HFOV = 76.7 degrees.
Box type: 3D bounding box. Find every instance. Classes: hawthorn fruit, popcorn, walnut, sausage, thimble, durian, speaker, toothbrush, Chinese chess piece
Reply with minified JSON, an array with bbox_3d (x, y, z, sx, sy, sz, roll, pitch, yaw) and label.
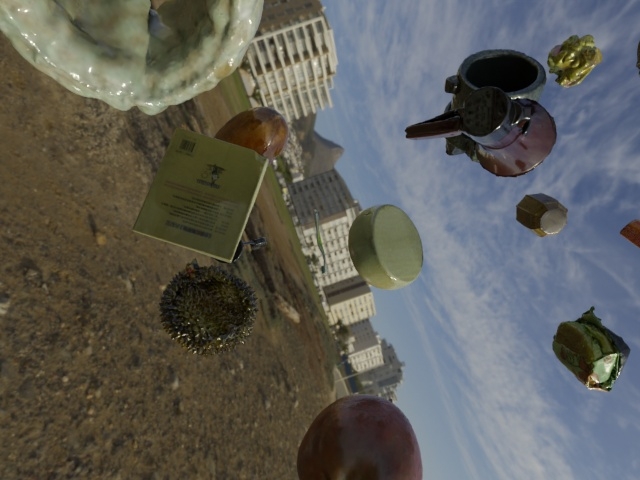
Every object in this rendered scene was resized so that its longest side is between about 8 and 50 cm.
[{"bbox_3d":[0.079,0.348,0.688,0.251,0.199,0.200,-32,106,-60],"label":"hawthorn fruit"},{"bbox_3d":[0.708,-0.506,1.132,0.126,0.125,0.145,56,4,15],"label":"popcorn"},{"bbox_3d":[-0.145,-0.178,0.779,0.115,0.207,0.116,36,39,-35],"label":"walnut"},{"bbox_3d":[1.057,0.031,1.251,0.234,0.071,0.071,57,-10,39],"label":"sausage"},{"bbox_3d":[-0.206,-0.296,0.442,0.292,0.291,0.196,74,2,-55],"label":"thimble"},{"bbox_3d":[-0.324,0.196,1.157,0.292,0.258,0.258,29,-5,4],"label":"durian"},{"bbox_3d":[0.370,-0.275,0.932,0.259,0.329,0.198,36,-68,35],"label":"speaker"},{"bbox_3d":[0.000,0.000,1.509,0.022,0.026,0.263,15,60,-45],"label":"toothbrush"},{"bbox_3d":[0.191,0.019,1.171,0.101,0.250,0.251,-22,-95,45],"label":"Chinese chess piece"}]

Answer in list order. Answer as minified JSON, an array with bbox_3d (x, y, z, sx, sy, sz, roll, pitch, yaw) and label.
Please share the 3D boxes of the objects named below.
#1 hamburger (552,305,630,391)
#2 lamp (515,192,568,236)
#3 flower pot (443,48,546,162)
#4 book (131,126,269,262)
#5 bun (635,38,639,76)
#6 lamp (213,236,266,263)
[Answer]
[{"bbox_3d":[0.818,0.321,1.251,0.214,0.125,0.236,-116,-162,-65],"label":"hamburger"},{"bbox_3d":[0.884,-0.105,1.625,0.185,0.161,0.162,-92,165,-67],"label":"lamp"},{"bbox_3d":[0.511,-0.382,1.236,0.283,0.298,0.299,79,-7,-55],"label":"flower pot"},{"bbox_3d":[-0.192,-0.079,0.663,0.013,0.167,0.193,110,-2,-76],"label":"book"},{"bbox_3d":[0.753,-0.394,0.868,0.172,0.119,0.173,39,33,-31],"label":"bun"},{"bbox_3d":[-0.274,0.037,1.435,0.109,0.130,0.371,64,3,11],"label":"lamp"}]
